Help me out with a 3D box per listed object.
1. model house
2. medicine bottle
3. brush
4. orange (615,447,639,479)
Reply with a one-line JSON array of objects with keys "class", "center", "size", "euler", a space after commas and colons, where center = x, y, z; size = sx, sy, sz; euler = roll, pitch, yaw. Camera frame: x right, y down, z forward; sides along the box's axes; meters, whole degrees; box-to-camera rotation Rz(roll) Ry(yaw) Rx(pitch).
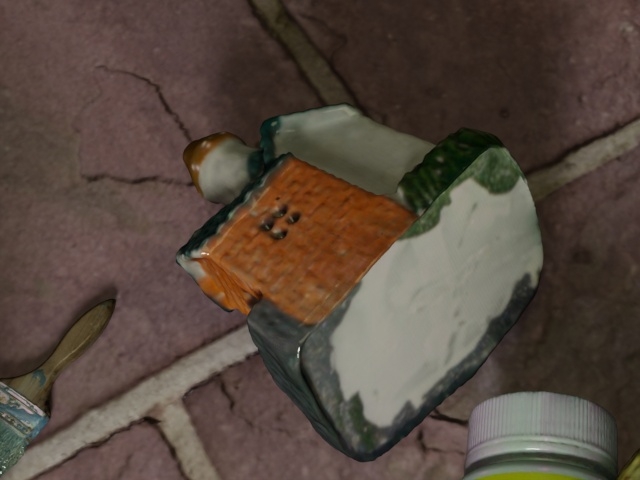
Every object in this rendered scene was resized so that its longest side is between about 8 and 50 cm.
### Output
[{"class": "model house", "center": [0.000, 0.000, 1.599], "size": [0.301, 0.190, 0.271], "euler": [31, 69, 36]}, {"class": "medicine bottle", "center": [0.169, 0.245, 1.442], "size": [0.139, 0.139, 0.225], "euler": [4, 60, 6]}, {"class": "brush", "center": [-0.243, 0.121, 1.611], "size": [0.070, 0.021, 0.196], "euler": [32, 65, 21]}, {"class": "orange", "center": [0.348, 0.264, 1.328], "size": [0.329, 0.249, 0.329], "euler": [15, 60, -27]}]
